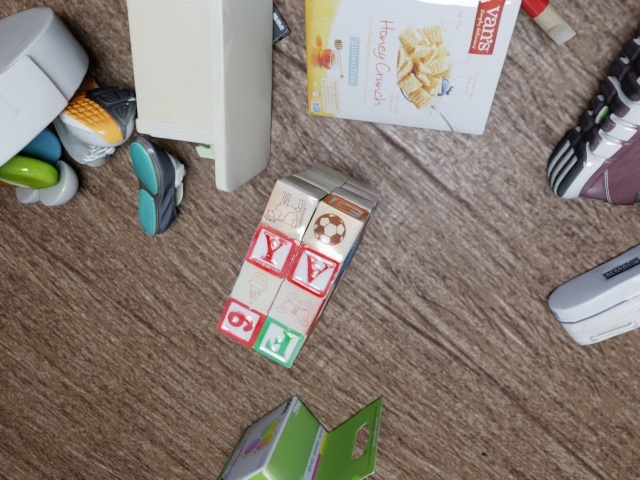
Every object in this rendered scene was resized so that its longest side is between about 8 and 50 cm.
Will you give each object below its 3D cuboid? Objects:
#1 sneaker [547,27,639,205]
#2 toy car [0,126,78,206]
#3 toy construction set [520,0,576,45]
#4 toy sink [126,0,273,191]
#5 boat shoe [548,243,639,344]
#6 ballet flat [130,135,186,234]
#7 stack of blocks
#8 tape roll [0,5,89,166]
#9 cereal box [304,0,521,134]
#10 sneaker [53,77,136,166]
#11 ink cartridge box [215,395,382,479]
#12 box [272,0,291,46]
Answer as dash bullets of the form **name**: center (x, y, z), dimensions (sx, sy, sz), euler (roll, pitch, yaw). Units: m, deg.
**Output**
- **sneaker**: center (0.410, -0.146, 0.523), dimensions (0.163, 0.106, 0.281), euler (15, 140, -5)
- **toy car**: center (-0.471, -0.134, 0.703), dimensions (0.182, 0.159, 0.136), euler (7, 81, 32)
- **toy construction set**: center (0.365, -0.329, 0.459), dimensions (0.237, 0.257, 0.309), euler (39, 131, -14)
- **toy sink**: center (-0.152, -0.202, 0.608), dimensions (0.131, 0.152, 0.234), euler (10, 117, 14)
- **boat shoe**: center (0.448, 0.059, 0.599), dimensions (0.268, 0.096, 0.088), euler (-33, 101, 19)
- **ballet flat**: center (-0.237, -0.086, 0.678), dimensions (0.074, 0.074, 0.203), euler (28, 142, 3)
- **stack of blocks**: center (0.000, 0.000, 0.566), dimensions (0.087, 0.297, 0.171), euler (27, 109, 6)
- **tape roll**: center (-0.486, -0.166, 0.594), dimensions (0.393, 0.391, 0.072), euler (-14, 137, 15)
- **cereal box**: center (0.102, -0.228, 0.573), dimensions (0.241, 0.047, 0.172), euler (9, 138, 10)
- **sneaker**: center (-0.321, -0.157, 0.657), dimensions (0.262, 0.099, 0.120), euler (33, 136, 46)
- **ink cartridge box**: center (-0.033, 0.329, 0.726), dimensions (0.255, 0.189, 0.097), euler (-39, 93, 17)
- **box**: center (-0.091, -0.311, 0.645), dimensions (0.067, 0.018, 0.083), euler (-29, 98, 19)
